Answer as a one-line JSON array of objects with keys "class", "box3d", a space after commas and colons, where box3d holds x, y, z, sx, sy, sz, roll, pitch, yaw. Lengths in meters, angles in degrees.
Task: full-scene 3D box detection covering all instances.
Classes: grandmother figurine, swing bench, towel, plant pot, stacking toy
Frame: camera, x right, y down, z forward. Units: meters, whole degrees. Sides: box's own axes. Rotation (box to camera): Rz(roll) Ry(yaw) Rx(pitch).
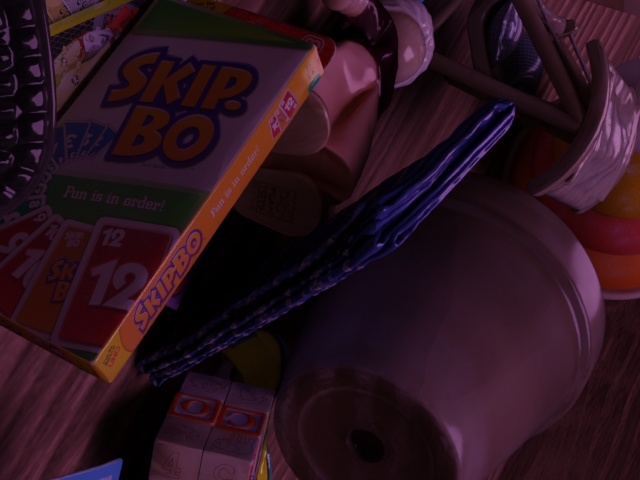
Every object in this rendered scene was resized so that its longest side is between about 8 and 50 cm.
[{"class": "grandmother figurine", "box3d": [0.026, -0.127, 0.915, 0.342, 0.104, 0.207, -55, 164, -54]}, {"class": "swing bench", "box3d": [0.242, -0.174, 1.179, 0.165, 0.254, 0.253, -46, 162, 14]}, {"class": "towel", "box3d": [0.000, 0.000, 0.905, 0.336, 0.040, 0.243, -32, -173, 44]}, {"class": "plant pot", "box3d": [0.096, 0.129, 1.074, 0.280, 0.323, 0.323, -46, 150, -51]}, {"class": "stacking toy", "box3d": [0.437, -0.121, 1.485, 0.350, 0.351, 0.480, -63, 168, -8]}]

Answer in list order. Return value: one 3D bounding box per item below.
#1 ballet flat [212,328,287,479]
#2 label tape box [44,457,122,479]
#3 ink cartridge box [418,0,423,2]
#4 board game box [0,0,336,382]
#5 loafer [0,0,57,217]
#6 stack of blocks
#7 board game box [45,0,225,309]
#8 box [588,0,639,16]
[{"class": "ballet flat", "box3d": [-0.090, 0.197, 1.103, 0.077, 0.077, 0.230, -10, 120, -39]}, {"class": "label tape box", "box3d": [-0.289, 0.304, 0.707, 0.249, 0.115, 0.347, 2, 107, -66]}, {"class": "ink cartridge box", "box3d": [0.113, -0.332, 1.044, 0.180, 0.060, 0.104, -54, 154, -27]}, {"class": "board game box", "box3d": [-0.104, -0.050, 0.643, 0.259, 0.124, 0.039, -56, 154, -23]}, {"class": "loafer", "box3d": [-0.194, -0.191, 0.472, 0.134, 0.130, 0.365, -3, 107, -29]}, {"class": "stack of blocks", "box3d": [-0.117, 0.280, 1.008, 0.171, 0.087, 0.297, -75, 177, -69]}, {"class": "board game box", "box3d": [-0.139, -0.093, 0.744, 0.208, 0.056, 0.347, -66, 157, -12]}, {"class": "box", "box3d": [0.490, -0.503, 1.625, 0.148, 0.121, 0.311, -58, 155, -20]}]
